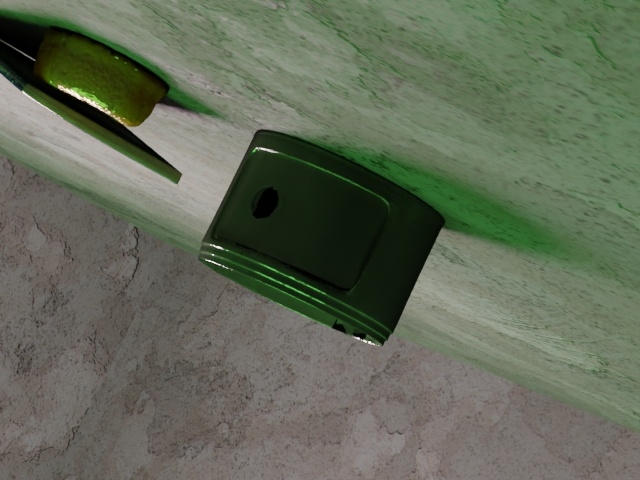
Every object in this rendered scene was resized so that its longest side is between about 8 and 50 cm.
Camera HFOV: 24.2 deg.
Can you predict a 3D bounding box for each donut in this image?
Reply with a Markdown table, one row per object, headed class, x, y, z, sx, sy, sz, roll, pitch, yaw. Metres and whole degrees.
| class | x | y | z | sx | sy | sz | roll | pitch | yaw |
| --- | --- | --- | --- | --- | --- | --- | --- | --- | --- |
| donut | -0.236 | -0.169 | 1.572 | 0.152 | 0.058 | 0.152 | 27 | 176 | 2 |

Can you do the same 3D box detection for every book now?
| class | x | y | z | sx | sy | sz | roll | pitch | yaw |
| --- | --- | --- | --- | --- | --- | --- | --- | --- | --- |
| book | -0.310 | -0.173 | 1.716 | 0.228 | 0.018 | 0.322 | 30 | -175 | -38 |

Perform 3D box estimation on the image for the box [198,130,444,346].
| class | x | y | z | sx | sy | sz | roll | pitch | yaw |
| --- | --- | --- | --- | --- | --- | --- | --- | --- | --- |
| box | 0.000 | 0.000 | 1.584 | 0.226 | 0.149 | 0.226 | 25 | 174 | 3 |
